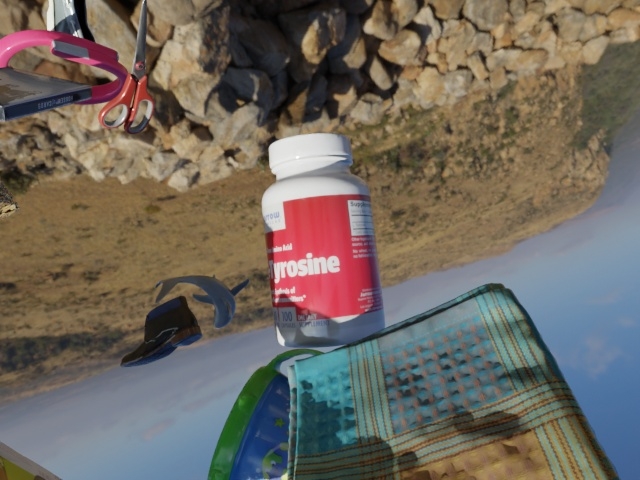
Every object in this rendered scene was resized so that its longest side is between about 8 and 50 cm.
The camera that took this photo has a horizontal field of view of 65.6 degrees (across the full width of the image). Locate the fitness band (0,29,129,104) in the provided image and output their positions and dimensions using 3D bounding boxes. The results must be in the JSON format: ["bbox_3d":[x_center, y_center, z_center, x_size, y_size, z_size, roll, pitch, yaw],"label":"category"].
[{"bbox_3d":[-0.593,-0.395,1.156,0.208,0.054,0.290,-19,168,34],"label":"fitness band"}]

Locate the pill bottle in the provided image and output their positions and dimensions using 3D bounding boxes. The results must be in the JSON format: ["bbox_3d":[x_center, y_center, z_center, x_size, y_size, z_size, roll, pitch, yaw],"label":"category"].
[{"bbox_3d":[0.000,0.000,1.025,0.228,0.408,0.229,-7,176,0],"label":"pill bottle"}]

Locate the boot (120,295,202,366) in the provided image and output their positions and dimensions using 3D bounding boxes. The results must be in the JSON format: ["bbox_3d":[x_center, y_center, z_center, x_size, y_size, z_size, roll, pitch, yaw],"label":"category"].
[{"bbox_3d":[-0.382,0.217,1.162,0.219,0.106,0.082,-26,161,10],"label":"boot"}]

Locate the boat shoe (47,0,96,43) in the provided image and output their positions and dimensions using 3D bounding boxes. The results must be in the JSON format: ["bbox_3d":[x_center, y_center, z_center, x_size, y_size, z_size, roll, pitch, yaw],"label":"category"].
[{"bbox_3d":[-0.573,-0.587,1.160,0.098,0.320,0.116,12,-155,-1],"label":"boat shoe"}]

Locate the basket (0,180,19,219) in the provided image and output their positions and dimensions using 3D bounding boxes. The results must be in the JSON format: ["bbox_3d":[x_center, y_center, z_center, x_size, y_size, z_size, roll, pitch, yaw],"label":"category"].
[{"bbox_3d":[-0.770,-0.080,0.890,0.299,0.223,0.213,-36,174,-4],"label":"basket"}]

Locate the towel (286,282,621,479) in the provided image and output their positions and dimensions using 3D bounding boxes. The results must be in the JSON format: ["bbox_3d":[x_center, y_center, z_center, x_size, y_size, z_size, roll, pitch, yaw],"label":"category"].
[{"bbox_3d":[0.091,0.198,0.408,0.271,0.040,0.370,-24,-150,13],"label":"towel"}]

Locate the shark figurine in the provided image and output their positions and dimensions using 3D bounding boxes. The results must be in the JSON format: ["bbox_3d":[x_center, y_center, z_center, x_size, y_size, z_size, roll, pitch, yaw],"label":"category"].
[{"bbox_3d":[-0.269,0.147,1.237,0.166,0.116,0.278,-36,140,6],"label":"shark figurine"}]

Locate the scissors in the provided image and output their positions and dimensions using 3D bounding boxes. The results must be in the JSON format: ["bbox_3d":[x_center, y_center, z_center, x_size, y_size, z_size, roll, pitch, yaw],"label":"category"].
[{"bbox_3d":[-0.343,-0.323,0.954,0.109,0.021,0.297,-8,144,-48],"label":"scissors"}]

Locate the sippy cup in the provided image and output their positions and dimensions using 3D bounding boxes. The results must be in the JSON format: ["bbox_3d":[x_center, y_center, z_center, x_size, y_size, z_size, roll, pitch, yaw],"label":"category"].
[{"bbox_3d":[-0.037,0.358,0.831,0.223,0.306,0.240,17,-159,11],"label":"sippy cup"}]

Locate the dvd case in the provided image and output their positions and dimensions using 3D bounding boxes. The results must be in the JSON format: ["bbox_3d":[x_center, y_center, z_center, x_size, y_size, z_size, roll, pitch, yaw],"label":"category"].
[{"bbox_3d":[-0.547,-0.261,0.864,0.179,0.030,0.239,14,-155,4],"label":"dvd case"}]

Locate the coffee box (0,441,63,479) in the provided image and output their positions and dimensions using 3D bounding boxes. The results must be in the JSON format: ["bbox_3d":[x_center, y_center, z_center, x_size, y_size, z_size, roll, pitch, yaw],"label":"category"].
[{"bbox_3d":[-0.535,0.520,0.672,0.338,0.338,0.334,-40,-140,-15],"label":"coffee box"}]
